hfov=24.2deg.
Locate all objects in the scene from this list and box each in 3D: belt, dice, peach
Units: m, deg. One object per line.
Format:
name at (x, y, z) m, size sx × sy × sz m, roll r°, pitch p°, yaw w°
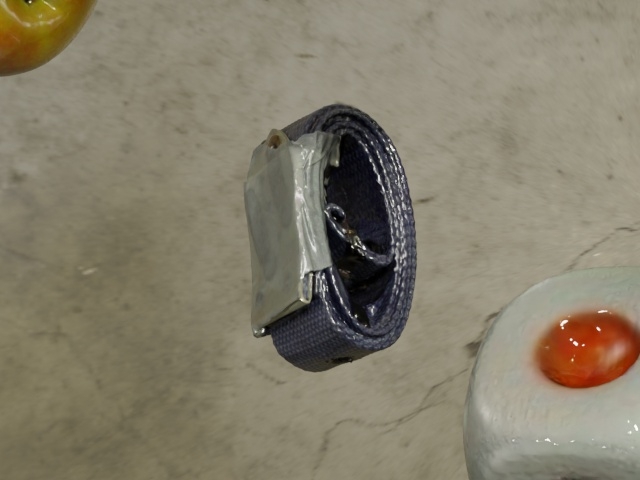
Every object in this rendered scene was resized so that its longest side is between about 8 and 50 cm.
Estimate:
belt at (0.000, 0.000, 1.353) m, size 0.126 × 0.139 × 0.230 m, roll -25°, pitch 65°, yaw 51°
dice at (0.229, 0.145, 1.146) m, size 0.194 × 0.193 × 0.192 m, roll -3°, pitch 130°, yaw 27°
peach at (-0.292, -0.241, 1.331) m, size 0.192 × 0.190 × 0.190 m, roll 27°, pitch 99°, yaw 53°
